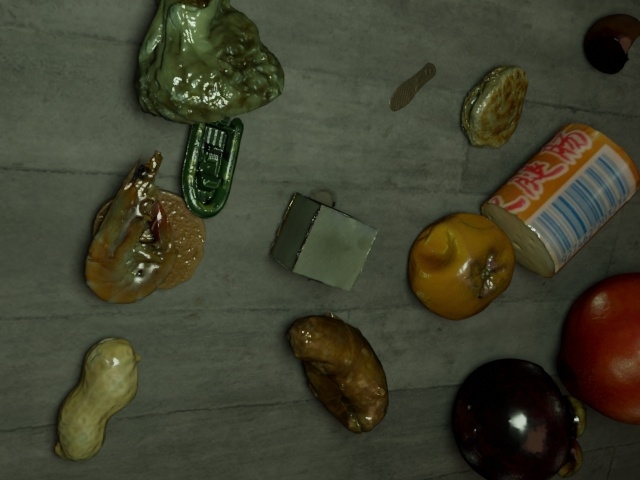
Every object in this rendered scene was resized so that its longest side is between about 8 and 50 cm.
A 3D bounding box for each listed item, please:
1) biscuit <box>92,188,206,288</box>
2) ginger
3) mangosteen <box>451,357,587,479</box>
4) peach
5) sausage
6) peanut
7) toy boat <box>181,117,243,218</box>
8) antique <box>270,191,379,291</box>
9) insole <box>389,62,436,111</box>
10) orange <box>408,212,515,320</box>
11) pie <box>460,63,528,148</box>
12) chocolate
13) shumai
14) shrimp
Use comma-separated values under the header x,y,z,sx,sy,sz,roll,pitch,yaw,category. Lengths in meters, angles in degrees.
x,y,z,sx,sy,sz,roll,pitch,yaw,category
-0.315,-0.011,1.149,0.208,0.049,0.180,20,97,-26,biscuit
0.038,0.268,1.346,0.165,0.172,0.321,-25,114,26,ginger
0.496,0.444,1.514,0.347,0.307,0.306,4,104,-17,mangosteen
0.795,0.282,1.581,0.389,0.388,0.387,-7,109,-23,peach
0.542,-0.090,1.417,0.287,0.233,0.233,-44,118,-6,sausage
-0.423,0.304,1.168,0.117,0.101,0.263,30,92,-9,peanut
-0.202,-0.144,1.146,0.104,0.052,0.210,14,86,-39,toy boat
0.000,0.000,1.241,0.152,0.148,0.146,22,97,-29,antique
0.195,-0.325,1.313,0.135,0.002,0.045,-43,118,-7,insole
0.330,0.066,1.393,0.249,0.183,0.248,-6,107,-21,orange
0.389,-0.292,1.371,0.163,0.079,0.193,39,88,-37,pie
0.682,-0.461,1.433,0.133,0.124,0.127,-49,123,-41,chocolate
-0.193,-0.321,1.033,0.256,0.189,0.218,-23,116,-23,shumai
-0.310,-0.014,1.089,0.152,0.063,0.287,21,102,-29,shrimp
